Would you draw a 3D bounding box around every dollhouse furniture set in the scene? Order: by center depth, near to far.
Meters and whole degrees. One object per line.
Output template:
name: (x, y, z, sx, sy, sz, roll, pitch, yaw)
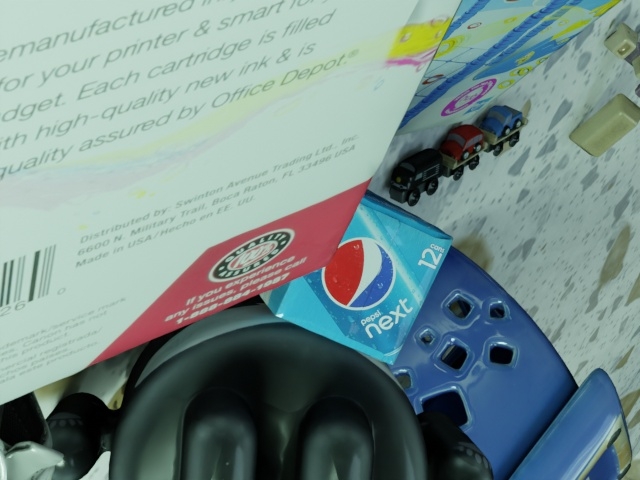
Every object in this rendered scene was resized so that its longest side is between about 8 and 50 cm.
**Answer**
dollhouse furniture set: (0.258, -0.143, 1.234, 0.114, 0.091, 0.081, -43, -155, 30)

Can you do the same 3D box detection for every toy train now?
toy train: (0.107, -0.070, 1.043, 0.158, 0.027, 0.036, -30, 135, -40)

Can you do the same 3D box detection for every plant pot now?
plant pot: (0.129, 0.175, 1.168, 0.236, 0.212, 0.236, -51, 156, -8)

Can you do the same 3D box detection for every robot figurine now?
robot figurine: (-0.032, 0.120, 0.783, 0.173, 0.209, 0.278, -46, -172, 1)

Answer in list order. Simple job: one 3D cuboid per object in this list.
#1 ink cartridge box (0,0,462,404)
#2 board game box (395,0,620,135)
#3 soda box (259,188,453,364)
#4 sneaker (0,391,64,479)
ink cartridge box: (-0.077, -0.079, 0.400, 0.226, 0.131, 0.306, -21, 155, -28)
board game box: (0.080, -0.157, 0.666, 0.302, 0.086, 0.308, -38, 168, 37)
soda box: (0.000, 0.000, 0.745, 0.071, 0.067, 0.210, -65, -166, 4)
sneaker: (-0.157, 0.103, 0.525, 0.105, 0.115, 0.281, 36, 50, -70)
